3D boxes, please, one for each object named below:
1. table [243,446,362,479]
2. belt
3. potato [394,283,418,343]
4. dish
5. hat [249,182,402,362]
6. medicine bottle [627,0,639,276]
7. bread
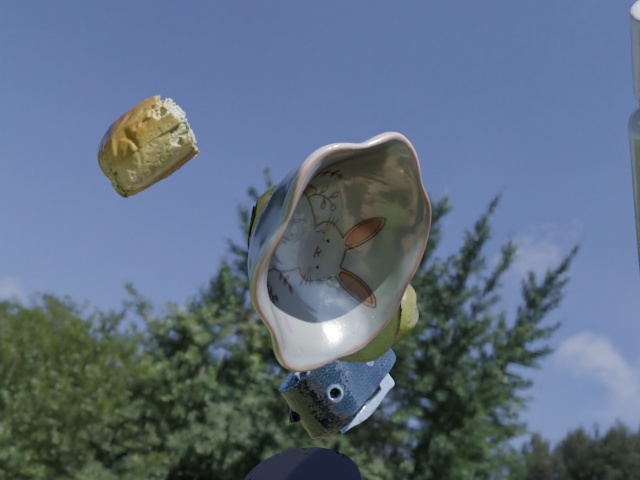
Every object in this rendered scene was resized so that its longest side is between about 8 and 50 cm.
[{"bbox_3d":[-0.018,0.274,1.114,0.133,0.133,0.043,5,-57,28],"label":"table"},{"bbox_3d":[0.036,0.204,1.571,0.122,0.218,0.128,-31,-83,35],"label":"belt"},{"bbox_3d":[0.037,0.113,1.764,0.248,0.169,0.143,-2,-43,-2],"label":"potato"},{"bbox_3d":[0.000,0.000,0.963,0.081,0.229,0.229,25,-14,38],"label":"dish"},{"bbox_3d":[0.040,0.018,1.376,0.257,0.130,0.257,27,-47,33],"label":"hat"},{"bbox_3d":[0.434,-0.075,1.126,0.211,0.211,0.371,4,-61,31],"label":"medicine bottle"},{"bbox_3d":[-0.192,-0.103,1.178,0.082,0.106,0.125,59,-12,-3],"label":"bread"}]
